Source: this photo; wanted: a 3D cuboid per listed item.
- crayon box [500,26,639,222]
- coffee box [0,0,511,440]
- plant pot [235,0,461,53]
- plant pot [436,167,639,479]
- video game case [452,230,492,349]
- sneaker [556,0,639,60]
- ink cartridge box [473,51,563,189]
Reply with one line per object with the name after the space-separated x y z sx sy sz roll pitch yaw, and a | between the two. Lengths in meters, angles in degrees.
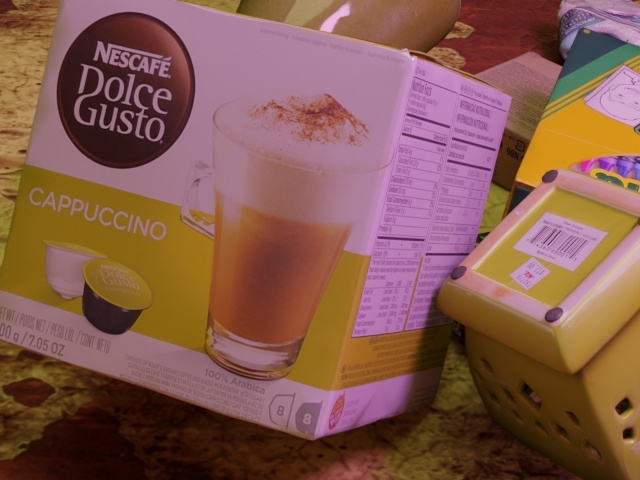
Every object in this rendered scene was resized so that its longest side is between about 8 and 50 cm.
0.419 -0.069 1.770 0.363 0.106 0.313 20 44 9 | crayon box
-0.053 -0.034 1.460 0.338 0.334 0.338 15 5 20 | coffee box
-0.004 -0.279 2.070 0.275 0.274 0.293 21 53 26 | plant pot
0.259 0.070 1.447 0.227 0.207 0.228 -44 34 -14 | plant pot
0.231 0.063 1.710 0.210 0.042 0.232 -10 34 -22 | video game case
0.474 -0.275 2.232 0.283 0.110 0.122 8 50 13 | sneaker
0.287 -0.140 1.991 0.193 0.088 0.235 -23 41 -36 | ink cartridge box
